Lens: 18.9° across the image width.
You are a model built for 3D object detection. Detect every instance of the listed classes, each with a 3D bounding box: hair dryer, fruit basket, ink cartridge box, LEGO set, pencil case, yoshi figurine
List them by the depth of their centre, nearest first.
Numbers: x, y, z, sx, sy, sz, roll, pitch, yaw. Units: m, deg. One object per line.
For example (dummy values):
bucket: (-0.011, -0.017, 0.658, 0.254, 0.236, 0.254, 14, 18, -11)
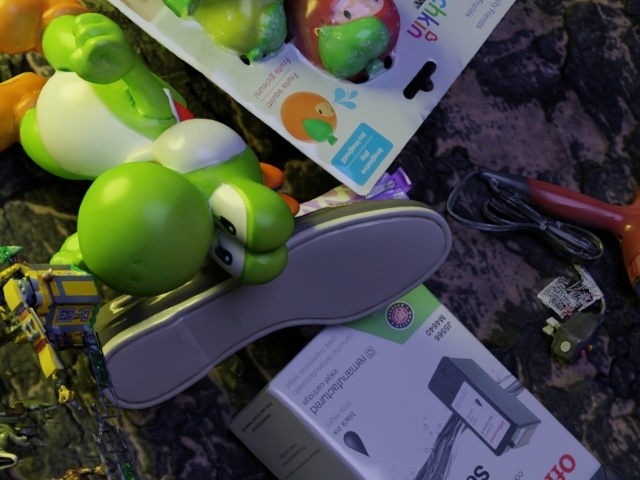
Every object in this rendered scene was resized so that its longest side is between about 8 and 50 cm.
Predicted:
LEGO set: (-0.275, 0.178, 1.483, 0.192, 0.255, 0.331, 1, 73, -54)
yoshi figurine: (-0.184, -0.070, 1.618, 0.362, 0.203, 0.203, 36, 79, 34)
ink cartridge box: (0.087, 0.186, 1.732, 0.273, 0.115, 0.198, 44, 55, 2)
pencil case: (0.000, 0.000, 1.805, 0.206, 0.088, 0.086, -30, 77, -32)
fruit basket: (-0.014, -0.256, 1.869, 0.353, 0.165, 0.327, 35, 55, 5)
hair dryer: (0.293, -0.027, 1.960, 0.293, 0.080, 0.223, -28, 78, -33)

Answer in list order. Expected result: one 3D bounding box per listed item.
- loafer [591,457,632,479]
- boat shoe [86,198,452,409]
loafer: (0.265, 0.326, 1.761, 0.084, 0.096, 0.267, 18, 57, -23)
boat shoe: (-0.053, 0.034, 1.677, 0.335, 0.112, 0.095, -25, 36, -1)
